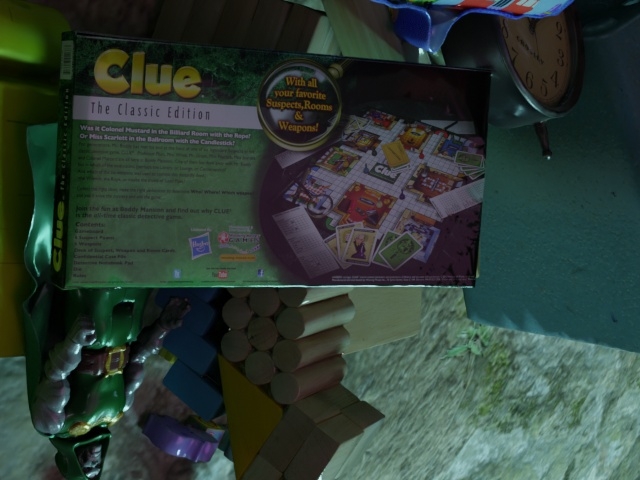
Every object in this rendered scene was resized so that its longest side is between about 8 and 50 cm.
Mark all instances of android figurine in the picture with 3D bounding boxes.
[{"bbox_3d":[-0.213,-0.016,0.705,0.273,0.056,0.248,0,111,-56],"label":"android figurine"}]

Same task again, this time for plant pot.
[{"bbox_3d":[0.253,-0.083,1.075,0.247,0.248,0.252,-32,114,-32],"label":"plant pot"}]

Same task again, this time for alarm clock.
[{"bbox_3d":[0.137,-0.163,0.925,0.129,0.064,0.192,34,58,-42],"label":"alarm clock"}]

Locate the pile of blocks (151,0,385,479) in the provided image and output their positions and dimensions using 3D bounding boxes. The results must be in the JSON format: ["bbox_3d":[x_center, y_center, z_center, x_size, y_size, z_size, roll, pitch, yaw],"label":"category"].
[{"bbox_3d":[-0.039,0.006,0.846,0.113,0.149,0.362,-8,95,-67],"label":"pile of blocks"}]

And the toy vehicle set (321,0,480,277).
[{"bbox_3d":[0.063,-0.117,0.882,0.267,0.035,0.166,64,23,-44],"label":"toy vehicle set"}]

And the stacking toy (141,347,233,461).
[{"bbox_3d":[-0.078,0.157,0.995,0.221,0.052,0.167,17,100,-53],"label":"stacking toy"}]

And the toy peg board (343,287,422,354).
[{"bbox_3d":[0.000,0.000,0.979,0.161,0.079,0.160,-10,105,-48],"label":"toy peg board"}]

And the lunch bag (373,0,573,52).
[{"bbox_3d":[0.110,-0.236,0.690,0.221,0.138,0.293,-7,126,-48],"label":"lunch bag"}]

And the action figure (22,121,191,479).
[{"bbox_3d":[-0.128,0.041,0.767,0.137,0.063,0.232,-10,119,-48],"label":"action figure"}]

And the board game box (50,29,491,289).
[{"bbox_3d":[-0.020,-0.040,0.729,0.260,0.030,0.136,2,98,-28],"label":"board game box"}]
